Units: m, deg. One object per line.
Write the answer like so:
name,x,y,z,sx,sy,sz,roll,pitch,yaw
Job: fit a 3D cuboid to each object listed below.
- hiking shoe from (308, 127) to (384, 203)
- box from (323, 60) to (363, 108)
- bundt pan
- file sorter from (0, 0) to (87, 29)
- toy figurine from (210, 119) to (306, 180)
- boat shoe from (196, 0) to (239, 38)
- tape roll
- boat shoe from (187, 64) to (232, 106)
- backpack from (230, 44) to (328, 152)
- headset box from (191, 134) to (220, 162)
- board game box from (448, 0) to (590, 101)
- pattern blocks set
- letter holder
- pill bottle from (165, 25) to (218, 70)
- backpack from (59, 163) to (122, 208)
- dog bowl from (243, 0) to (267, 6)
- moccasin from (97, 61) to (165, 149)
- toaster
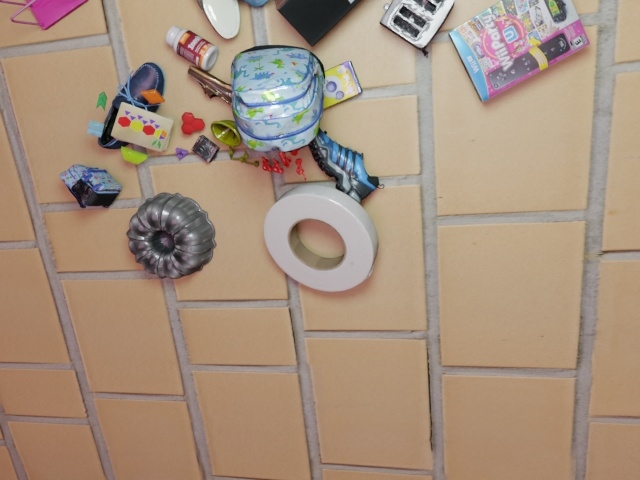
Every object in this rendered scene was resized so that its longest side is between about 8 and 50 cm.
hiking shoe,0.068,-0.261,1.600,0.132,0.113,0.304,-35,95,-8
box,0.030,-0.477,1.552,0.179,0.043,0.105,-19,103,19
bundt pan,-0.555,-0.003,1.793,0.331,0.124,0.330,4,109,12
file sorter,-0.930,-0.855,1.552,0.202,0.182,0.290,-23,102,18
toy figurine,-0.149,-0.360,1.594,0.363,0.217,0.191,19,157,34
boat shoe,-0.337,-0.764,1.507,0.109,0.091,0.304,-29,108,-22
tape roll,0.000,0.000,1.640,0.393,0.072,0.391,12,128,16
boat shoe,-0.343,-0.493,1.608,0.207,0.073,0.073,29,110,1
backpack,-0.122,-0.393,1.358,0.291,0.355,0.273,0,151,0
headset box,-0.391,-0.312,1.701,0.083,0.032,0.062,38,111,-1
board game box,0.546,-0.562,1.386,0.304,0.097,0.223,-27,101,20
pattern blocks set,-0.582,-0.372,1.640,0.325,0.026,0.285,24,124,-32
letter holder,0.022,-0.751,1.419,0.302,0.214,0.152,-37,129,21
pill bottle,-0.409,-0.613,1.574,0.152,0.086,0.086,31,112,0
backpack,-0.825,-0.207,1.770,0.173,0.158,0.117,45,103,8
dog bowl,-0.217,-0.839,1.427,0.166,0.074,0.296,6,109,37
moccasin,-0.633,-0.436,1.665,0.138,0.117,0.342,34,112,-1
toaster,0.278,-0.645,1.406,0.186,0.110,0.168,34,113,-1
